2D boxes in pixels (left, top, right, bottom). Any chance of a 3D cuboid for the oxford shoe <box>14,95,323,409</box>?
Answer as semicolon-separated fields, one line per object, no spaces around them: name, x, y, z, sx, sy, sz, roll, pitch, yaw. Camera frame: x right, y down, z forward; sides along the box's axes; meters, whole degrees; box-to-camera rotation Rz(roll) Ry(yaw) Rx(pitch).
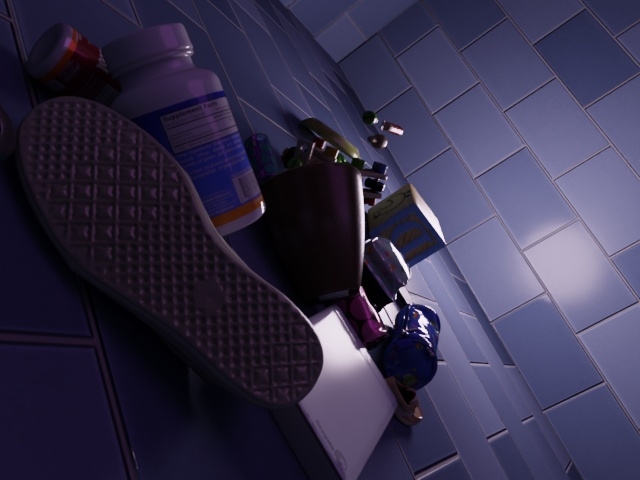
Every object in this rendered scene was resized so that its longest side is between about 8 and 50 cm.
oxford shoe;-0.182;0.025;0.663;0.449;0.169;0.130;47;-22;-5

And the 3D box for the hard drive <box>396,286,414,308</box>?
hard drive;0.235;0.141;1.704;0.135;0.022;0.094;60;18;11

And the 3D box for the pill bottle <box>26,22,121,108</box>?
pill bottle;-0.318;-0.222;0.782;0.152;0.086;0.086;36;26;-49

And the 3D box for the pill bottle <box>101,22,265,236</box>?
pill bottle;-0.188;-0.139;0.757;0.152;0.153;0.271;-65;137;-70

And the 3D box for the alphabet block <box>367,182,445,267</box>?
alphabet block;0.287;-0.045;1.897;0.193;0.192;0.197;52;17;-19

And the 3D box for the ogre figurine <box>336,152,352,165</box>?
ogre figurine;0.082;-0.206;1.811;0.197;0.097;0.118;29;47;-27

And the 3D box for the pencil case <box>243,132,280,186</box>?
pencil case;-0.128;-0.168;1.222;0.070;0.065;0.151;60;8;-51

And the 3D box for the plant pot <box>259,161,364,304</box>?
plant pot;0.000;0.000;1.083;0.215;0.216;0.230;20;53;-62

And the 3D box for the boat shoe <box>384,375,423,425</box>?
boat shoe;0.173;0.329;1.147;0.170;0.059;0.063;42;23;-38

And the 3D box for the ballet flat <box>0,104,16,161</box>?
ballet flat;-0.387;-0.169;0.570;0.213;0.072;0.068;57;-10;1

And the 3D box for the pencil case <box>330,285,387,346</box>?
pencil case;0.064;0.126;1.178;0.098;0.095;0.209;56;9;-68

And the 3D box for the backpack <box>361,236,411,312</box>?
backpack;0.133;0.073;1.362;0.165;0.144;0.188;51;14;2

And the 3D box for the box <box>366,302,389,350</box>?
box;0.110;0.188;1.219;0.018;0.067;0.083;-4;57;-36

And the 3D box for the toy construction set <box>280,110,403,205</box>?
toy construction set;0.049;-0.200;1.404;0.257;0.309;0.237;52;21;13

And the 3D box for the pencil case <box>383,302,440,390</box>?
pencil case;0.222;0.240;1.331;0.306;0.120;0.133;-36;115;-74

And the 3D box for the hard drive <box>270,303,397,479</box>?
hard drive;0.020;0.239;0.925;0.233;0.047;0.353;58;18;7

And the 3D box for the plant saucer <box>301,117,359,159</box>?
plant saucer;0.043;-0.346;1.886;0.241;0.037;0.241;34;7;-5
